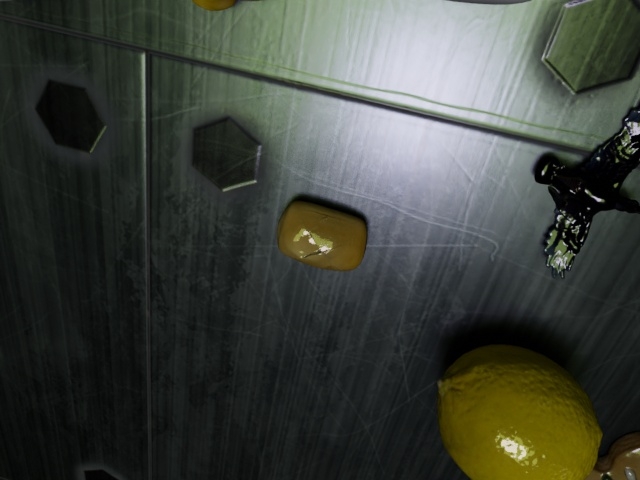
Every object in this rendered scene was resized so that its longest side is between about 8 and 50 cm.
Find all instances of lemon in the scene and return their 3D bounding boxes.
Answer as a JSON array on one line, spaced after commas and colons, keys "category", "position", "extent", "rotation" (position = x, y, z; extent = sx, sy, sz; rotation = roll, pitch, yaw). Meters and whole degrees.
[{"category": "lemon", "position": [0.235, 0.221, 0.591], "extent": [0.203, 0.178, 0.178], "rotation": [26, 121, -4]}]

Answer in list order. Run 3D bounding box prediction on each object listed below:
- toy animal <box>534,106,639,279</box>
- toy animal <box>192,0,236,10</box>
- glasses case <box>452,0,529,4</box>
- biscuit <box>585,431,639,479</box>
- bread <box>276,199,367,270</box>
[{"category": "toy animal", "position": [0.287, -0.052, 0.503], "extent": [0.108, 0.062, 0.220], "rotation": [9, 121, -14]}, {"category": "toy animal", "position": [-0.083, -0.268, 0.443], "extent": [0.114, 0.091, 0.082], "rotation": [-4, 104, 16]}, {"category": "glasses case", "position": [0.077, -0.248, 0.413], "extent": [0.234, 0.092, 0.059], "rotation": [15, 116, 5]}, {"category": "biscuit", "position": [0.428, 0.391, 0.719], "extent": [0.197, 0.049, 0.301], "rotation": [28, 120, -7]}, {"category": "bread", "position": [0.000, 0.000, 0.587], "extent": [0.115, 0.056, 0.082], "rotation": [21, 122, 0]}]
